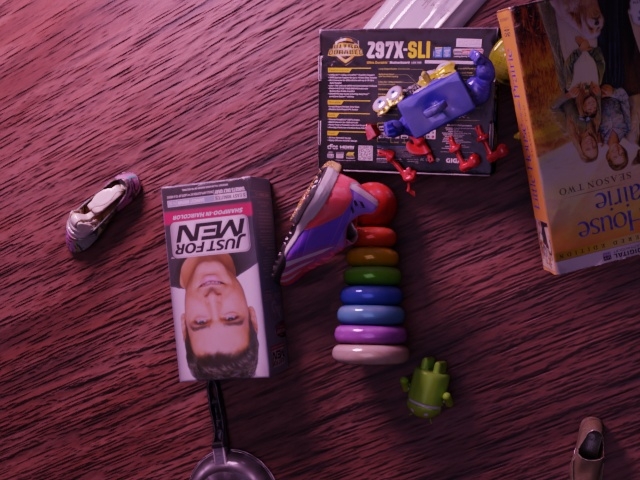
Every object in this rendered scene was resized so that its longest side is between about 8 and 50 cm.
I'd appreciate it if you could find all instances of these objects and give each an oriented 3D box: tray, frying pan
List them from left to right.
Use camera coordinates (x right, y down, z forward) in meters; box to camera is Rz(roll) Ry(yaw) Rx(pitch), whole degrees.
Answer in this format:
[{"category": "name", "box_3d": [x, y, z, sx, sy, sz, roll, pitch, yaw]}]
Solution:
[{"category": "frying pan", "box_3d": [-0.165, 0.448, 1.634, 0.197, 0.053, 0.325, 12, 97, 15]}, {"category": "tray", "box_3d": [0.200, -0.432, 1.523, 0.145, 0.030, 0.270, 44, 102, 11]}]

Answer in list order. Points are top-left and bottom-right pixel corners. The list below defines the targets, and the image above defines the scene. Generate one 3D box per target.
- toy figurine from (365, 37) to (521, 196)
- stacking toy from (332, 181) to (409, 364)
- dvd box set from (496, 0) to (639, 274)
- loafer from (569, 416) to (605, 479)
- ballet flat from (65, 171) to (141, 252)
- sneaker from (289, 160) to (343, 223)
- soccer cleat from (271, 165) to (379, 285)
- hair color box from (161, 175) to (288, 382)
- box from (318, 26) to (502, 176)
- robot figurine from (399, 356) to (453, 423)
[{"category": "toy figurine", "box_3d": [0.230, -0.205, 1.326, 0.363, 0.217, 0.191, -24, 92, 20]}, {"category": "stacking toy", "box_3d": [0.090, 0.058, 1.517, 0.141, 0.141, 0.330, -2, 84, 17]}, {"category": "dvd box set", "box_3d": [0.462, -0.183, 1.291, 0.308, 0.062, 0.420, -13, 102, -4]}, {"category": "loafer", "box_3d": [0.462, 0.381, 1.442, 0.056, 0.050, 0.147, 4, 91, 17]}, {"category": "ballet flat", "box_3d": [-0.459, -0.060, 1.697, 0.221, 0.079, 0.077, -42, 80, 13]}, {"category": "sneaker", "box_3d": [0.015, -0.075, 1.527, 0.084, 0.069, 0.185, 30, 144, -7]}, {"category": "soccer cleat", "box_3d": [0.000, 0.000, 1.484, 0.117, 0.108, 0.318, 26, 140, -2]}, {"category": "hair color box", "box_3d": [-0.182, 0.075, 1.598, 0.186, 0.114, 0.374, -6, 89, 16]}, {"category": "box", "box_3d": [0.156, -0.249, 1.495, 0.322, 0.079, 0.257, 3, 99, 16]}, {"category": "robot figurine", "box_3d": [0.195, 0.271, 1.511, 0.101, 0.067, 0.115, 16, 96, 26]}]
